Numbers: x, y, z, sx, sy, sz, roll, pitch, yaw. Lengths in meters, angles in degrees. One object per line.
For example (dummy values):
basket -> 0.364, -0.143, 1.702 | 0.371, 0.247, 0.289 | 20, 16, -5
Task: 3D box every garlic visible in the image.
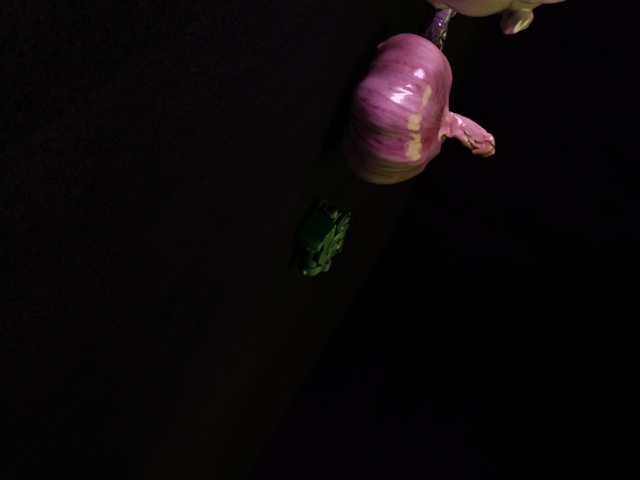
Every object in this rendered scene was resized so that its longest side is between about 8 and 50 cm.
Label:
garlic -> 0.166, -0.190, 1.562 | 0.245, 0.253, 0.245 | -157, -90, -88

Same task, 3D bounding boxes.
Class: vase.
vase -> 0.211, -0.380, 1.955 | 0.211, 0.060, 0.060 | -66, 173, 14

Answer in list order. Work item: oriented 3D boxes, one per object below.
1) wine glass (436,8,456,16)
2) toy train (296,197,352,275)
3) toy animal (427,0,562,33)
wine glass -> 0.260, -0.485, 2.032 | 0.083, 0.042, 0.039 | -36, 114, -70
toy train -> 0.000, 0.000, 1.762 | 0.104, 0.071, 0.178 | -52, 168, -24
toy animal -> 0.275, -0.438, 1.566 | 0.265, 0.272, 0.206 | -21, 113, -61
